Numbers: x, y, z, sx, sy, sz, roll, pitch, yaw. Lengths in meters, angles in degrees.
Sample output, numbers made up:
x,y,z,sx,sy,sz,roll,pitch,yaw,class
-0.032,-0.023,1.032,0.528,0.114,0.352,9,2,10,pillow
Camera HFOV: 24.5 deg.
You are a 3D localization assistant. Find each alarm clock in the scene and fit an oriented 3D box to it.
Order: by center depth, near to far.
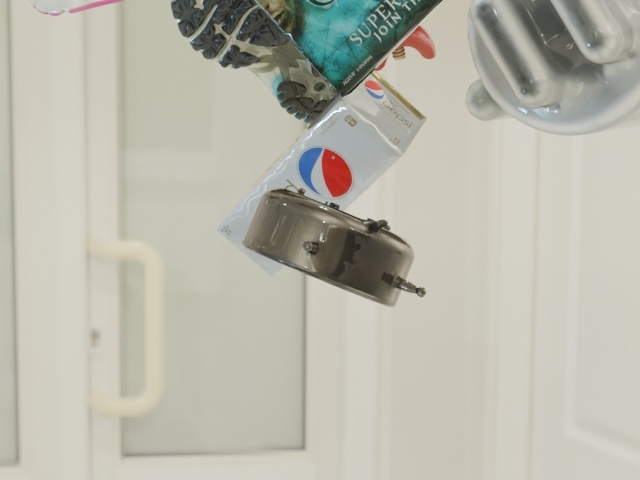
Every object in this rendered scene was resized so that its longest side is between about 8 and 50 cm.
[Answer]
x,y,z,sx,sy,sz,roll,pitch,yaw,class
0.000,0.000,1.164,0.129,0.064,0.192,22,-3,-26,alarm clock

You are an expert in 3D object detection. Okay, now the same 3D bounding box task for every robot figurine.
x,y,z,sx,sy,sz,roll,pitch,yaw,class
0.271,-0.205,1.421,0.300,0.200,0.353,-30,-8,30,robot figurine

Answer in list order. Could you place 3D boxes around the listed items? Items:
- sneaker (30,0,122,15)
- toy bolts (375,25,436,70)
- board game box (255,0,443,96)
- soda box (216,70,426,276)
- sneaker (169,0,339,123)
x,y,z,sx,sy,sz,roll,pitch,yaw,class
-0.259,-0.292,1.341,0.103,0.111,0.252,-21,35,-34,sneaker
0.050,-0.336,1.996,0.218,0.158,0.228,-16,28,-11,toy bolts
0.040,-0.212,1.063,0.186,0.126,0.026,-44,-2,22,board game box
-0.001,-0.059,1.332,0.216,0.074,0.069,-43,8,43,soda box
-0.070,-0.231,1.507,0.283,0.110,0.122,43,17,-43,sneaker
